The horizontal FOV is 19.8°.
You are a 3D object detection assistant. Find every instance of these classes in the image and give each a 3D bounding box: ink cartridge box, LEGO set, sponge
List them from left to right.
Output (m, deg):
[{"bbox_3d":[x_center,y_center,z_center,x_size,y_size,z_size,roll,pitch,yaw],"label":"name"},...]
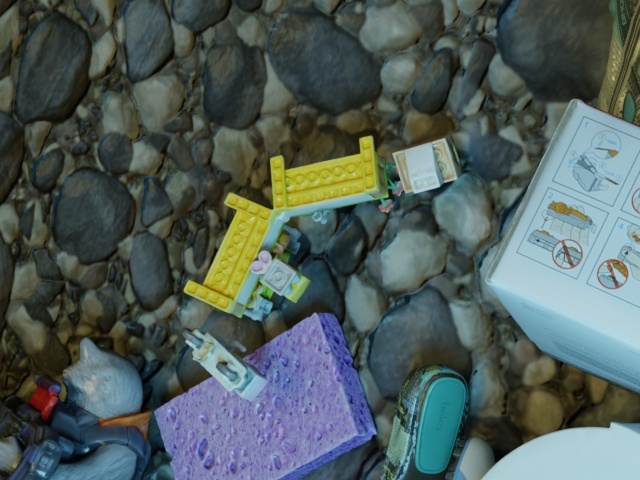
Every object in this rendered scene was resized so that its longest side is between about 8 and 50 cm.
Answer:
[{"bbox_3d":[-0.051,0.158,1.595,0.210,0.031,0.117,-33,64,32],"label":"sponge"},{"bbox_3d":[0.000,0.000,1.541,0.287,0.107,0.132,-45,63,8],"label":"LEGO set"},{"bbox_3d":[0.284,0.058,1.152,0.309,0.272,0.130,25,84,17],"label":"ink cartridge box"}]

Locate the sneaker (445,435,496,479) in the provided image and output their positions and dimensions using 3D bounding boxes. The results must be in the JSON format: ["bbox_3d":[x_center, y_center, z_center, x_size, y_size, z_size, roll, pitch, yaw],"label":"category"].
[{"bbox_3d":[0.132,0.269,1.409,0.086,0.085,0.237,-4,77,12],"label":"sneaker"}]

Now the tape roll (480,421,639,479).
[{"bbox_3d":[0.229,0.251,1.265,0.246,0.169,0.246,-7,79,39],"label":"tape roll"}]

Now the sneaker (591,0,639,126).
[{"bbox_3d":[0.259,-0.069,1.344,0.122,0.110,0.283,-5,78,57],"label":"sneaker"}]

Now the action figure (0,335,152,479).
[{"bbox_3d":[-0.247,0.247,1.697,0.341,0.178,0.330,-148,76,-70],"label":"action figure"}]

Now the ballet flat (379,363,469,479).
[{"bbox_3d":[0.075,0.189,1.477,0.070,0.070,0.188,20,95,39],"label":"ballet flat"}]
